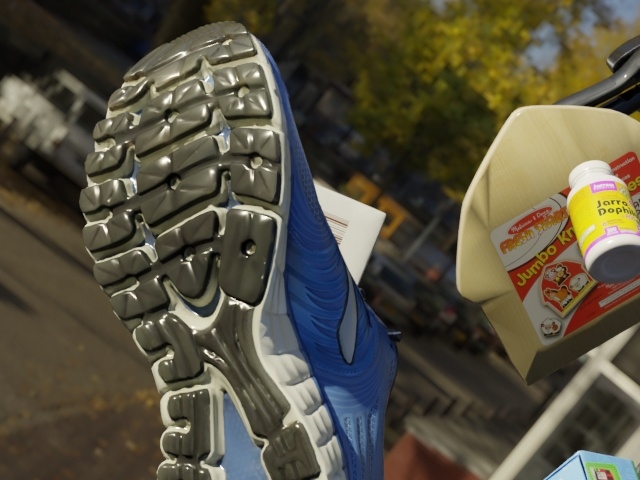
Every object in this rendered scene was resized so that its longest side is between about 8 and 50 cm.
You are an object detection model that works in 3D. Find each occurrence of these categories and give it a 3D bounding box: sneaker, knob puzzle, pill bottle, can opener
[{"bbox_3d":[-0.036,0.041,0.900,0.147,0.129,0.330,9,71,-66],"label":"sneaker"},{"bbox_3d":[0.179,-0.015,1.157,0.213,0.213,0.030,37,7,-23],"label":"knob puzzle"},{"bbox_3d":[0.190,-0.014,1.072,0.043,0.043,0.083,36,31,-38],"label":"pill bottle"},{"bbox_3d":[0.280,-0.137,1.550,0.059,0.186,0.073,58,-8,-20],"label":"can opener"}]

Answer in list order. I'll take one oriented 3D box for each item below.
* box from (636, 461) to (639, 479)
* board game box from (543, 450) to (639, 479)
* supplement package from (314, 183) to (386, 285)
[{"bbox_3d":[0.197,0.227,0.754,0.059,0.183,0.232,38,-4,-38],"label":"box"},{"bbox_3d":[0.101,0.222,0.682,0.039,0.160,0.211,14,47,-31],"label":"board game box"},{"bbox_3d":[0.000,0.000,1.723,0.105,0.105,0.179,22,-1,-1],"label":"supplement package"}]
